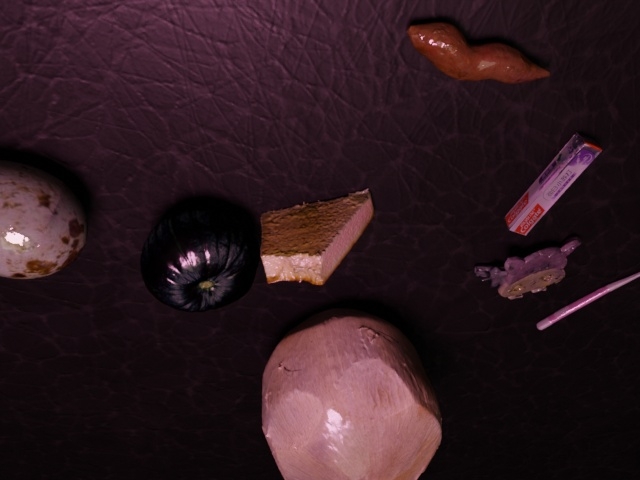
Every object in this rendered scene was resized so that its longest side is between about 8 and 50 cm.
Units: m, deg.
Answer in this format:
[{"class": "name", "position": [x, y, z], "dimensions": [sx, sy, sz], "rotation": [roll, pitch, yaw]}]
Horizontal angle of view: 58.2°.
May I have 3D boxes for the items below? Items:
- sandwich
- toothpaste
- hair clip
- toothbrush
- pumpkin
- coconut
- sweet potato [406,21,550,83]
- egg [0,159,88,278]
[{"class": "sandwich", "position": [0.000, 0.000, 0.928], "dimensions": [0.193, 0.162, 0.058], "rotation": [-13, 130, 5]}, {"class": "toothpaste", "position": [0.387, -0.090, 0.964], "dimensions": [0.047, 0.040, 0.196], "rotation": [17, 130, -17]}, {"class": "hair clip", "position": [0.391, 0.061, 1.097], "dimensions": [0.187, 0.056, 0.146], "rotation": [-7, 140, -3]}, {"class": "toothbrush", "position": [0.570, 0.108, 1.181], "dimensions": [0.286, 0.020, 0.025], "rotation": [-37, 117, 25]}, {"class": "pumpkin", "position": [-0.199, 0.031, 0.956], "dimensions": [0.202, 0.140, 0.201], "rotation": [-14, 139, -13]}, {"class": "coconut", "position": [0.053, 0.334, 1.112], "dimensions": [0.347, 0.360, 0.346], "rotation": [-3, 131, -3]}, {"class": "sweet potato", "position": [0.216, -0.248, 0.791], "dimensions": [0.219, 0.051, 0.065], "rotation": [12, 128, -16]}, {"class": "egg", "position": [-0.463, -0.035, 0.848], "dimensions": [0.231, 0.169, 0.169], "rotation": [24, 127, -15]}]
